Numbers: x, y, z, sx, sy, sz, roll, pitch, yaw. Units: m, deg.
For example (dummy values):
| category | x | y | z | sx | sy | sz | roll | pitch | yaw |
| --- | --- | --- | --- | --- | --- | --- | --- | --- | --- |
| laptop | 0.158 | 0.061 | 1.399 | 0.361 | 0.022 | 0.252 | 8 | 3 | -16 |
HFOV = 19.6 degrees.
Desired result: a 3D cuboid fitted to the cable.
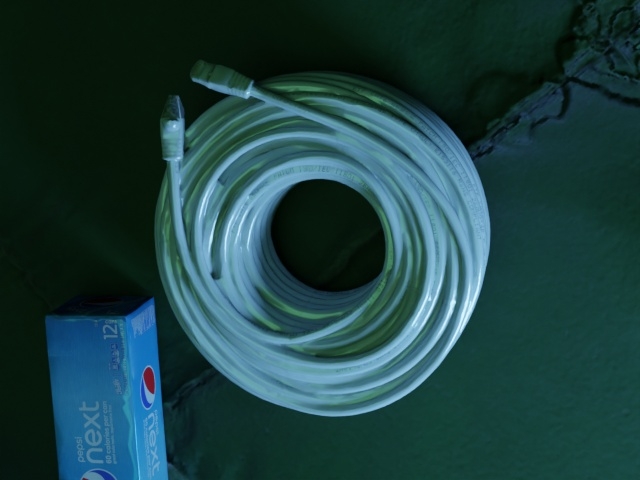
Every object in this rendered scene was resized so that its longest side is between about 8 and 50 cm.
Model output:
| category | x | y | z | sx | sy | sz | roll | pitch | yaw |
| --- | --- | --- | --- | --- | --- | --- | --- | --- | --- |
| cable | 0.000 | 0.000 | 1.401 | 0.257 | 0.089 | 0.257 | 12 | 105 | 11 |

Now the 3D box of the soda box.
| category | x | y | z | sx | sy | sz | roll | pitch | yaw |
| --- | --- | --- | --- | --- | --- | --- | --- | --- | --- |
| soda box | -0.168 | 0.152 | 1.487 | 0.071 | 0.067 | 0.210 | 0 | 102 | 15 |
